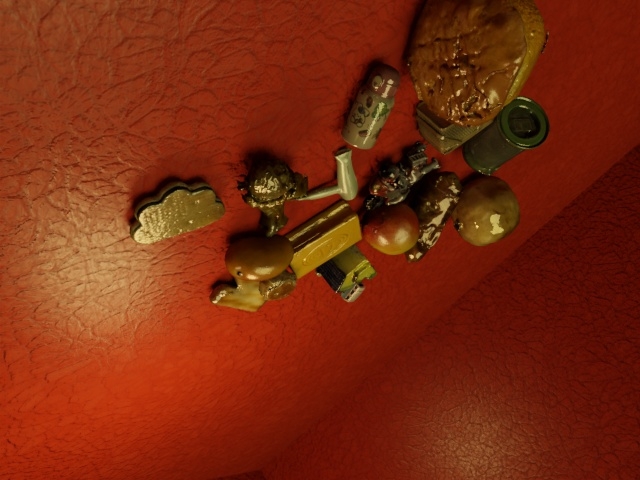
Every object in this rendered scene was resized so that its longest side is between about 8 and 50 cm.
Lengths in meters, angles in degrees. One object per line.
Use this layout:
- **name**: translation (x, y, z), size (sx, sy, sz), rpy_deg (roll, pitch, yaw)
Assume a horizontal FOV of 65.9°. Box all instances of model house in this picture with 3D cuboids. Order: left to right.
- **model house**: translation (0.097, 0.118, 2.073), size (0.211, 0.194, 0.170), rpy_deg (-39, 151, 0)

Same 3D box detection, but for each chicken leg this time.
- **chicken leg**: translation (-0.134, -0.147, 1.571), size (0.212, 0.140, 0.361), rpy_deg (-15, 158, 3)

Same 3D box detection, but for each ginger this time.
- **ginger**: translation (0.456, -0.124, 2.131), size (0.176, 0.254, 0.417), rpy_deg (17, 114, -10)

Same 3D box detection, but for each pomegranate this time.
- **pomegranate**: translation (0.766, -0.135, 2.327), size (0.333, 0.332, 0.332), rpy_deg (-26, 147, -18)

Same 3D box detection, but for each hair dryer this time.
- **hair dryer**: translation (0.014, -0.201, 1.721), size (0.237, 0.075, 0.206), rpy_deg (-24, 140, -7)

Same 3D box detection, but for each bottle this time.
- **bottle**: translation (0.159, -0.414, 1.517), size (0.121, 0.120, 0.253), rpy_deg (-10, 138, -37)

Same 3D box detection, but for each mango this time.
- **mango**: translation (-0.202, 0.059, 1.708), size (0.255, 0.175, 0.139), rpy_deg (-12, 142, -24)

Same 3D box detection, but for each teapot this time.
- **teapot**: translation (0.692, -0.417, 1.919), size (0.201, 0.270, 0.337), rpy_deg (-6, 170, -12)

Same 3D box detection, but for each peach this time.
- **peach**: translation (0.283, -0.054, 1.999), size (0.231, 0.231, 0.230), rpy_deg (-26, 147, -18)

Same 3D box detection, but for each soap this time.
- **soap**: translation (-0.001, 0.000, 1.917), size (0.325, 0.096, 0.204), rpy_deg (-32, 149, -8)

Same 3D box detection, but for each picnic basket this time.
- **picnic basket**: translation (0.478, -0.450, 1.738), size (0.267, 0.165, 0.139), rpy_deg (-35, 148, -5)

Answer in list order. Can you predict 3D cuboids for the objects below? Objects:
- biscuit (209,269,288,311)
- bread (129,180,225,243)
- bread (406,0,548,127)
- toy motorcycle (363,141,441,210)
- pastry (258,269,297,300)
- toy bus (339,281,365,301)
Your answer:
- **biscuit**: translation (-0.269, 0.174, 1.910), size (0.237, 0.062, 0.291), rpy_deg (-47, 148, 14)
- **bread**: translation (-0.413, -0.094, 1.427), size (0.287, 0.056, 0.207), rpy_deg (-19, 147, -27)
- **bread**: translation (0.427, -0.530, 1.407), size (0.215, 0.398, 0.398), rpy_deg (-27, 147, -27)
- **toy motorcycle**: translation (0.331, -0.266, 1.869), size (0.401, 0.134, 0.207), rpy_deg (-31, 154, -8)
- **pastry**: translation (-0.161, 0.171, 1.881), size (0.153, 0.081, 0.153), rpy_deg (-26, 145, -20)
- **toy bus**: translation (0.159, 0.249, 2.415), size (0.060, 0.075, 0.123), rpy_deg (5, 129, -48)
